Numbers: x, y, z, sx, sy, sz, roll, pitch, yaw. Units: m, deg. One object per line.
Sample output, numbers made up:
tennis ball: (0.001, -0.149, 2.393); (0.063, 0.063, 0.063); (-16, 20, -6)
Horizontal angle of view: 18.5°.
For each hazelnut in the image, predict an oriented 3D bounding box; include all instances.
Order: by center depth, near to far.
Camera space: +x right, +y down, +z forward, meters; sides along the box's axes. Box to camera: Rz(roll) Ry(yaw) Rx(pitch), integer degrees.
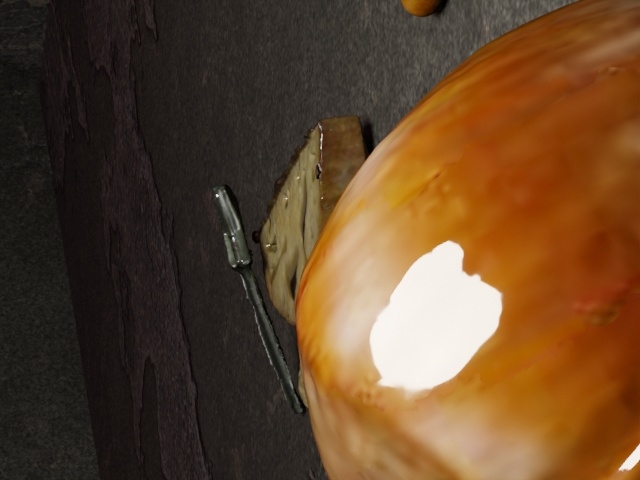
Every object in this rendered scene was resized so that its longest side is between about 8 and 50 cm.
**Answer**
hazelnut: (0.160, 0.038, 1.044); (0.372, 0.315, 0.372); (-11, 72, 38)

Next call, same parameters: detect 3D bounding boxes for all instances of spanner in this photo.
spanner: (-0.066, 0.069, 2.107); (0.093, 0.026, 0.325); (-105, -2, -51)

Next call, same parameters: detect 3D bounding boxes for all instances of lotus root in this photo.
lotus root: (0.000, 0.000, 1.981); (0.260, 0.074, 0.170); (127, 137, -65)

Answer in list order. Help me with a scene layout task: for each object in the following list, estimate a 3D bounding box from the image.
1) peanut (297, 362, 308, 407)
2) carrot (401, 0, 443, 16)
peanut: (0.032, 0.117, 1.878); (0.214, 0.099, 0.099); (121, 144, -53)
carrot: (0.107, -0.245, 1.633); (0.190, 0.037, 0.037); (120, 144, -60)
